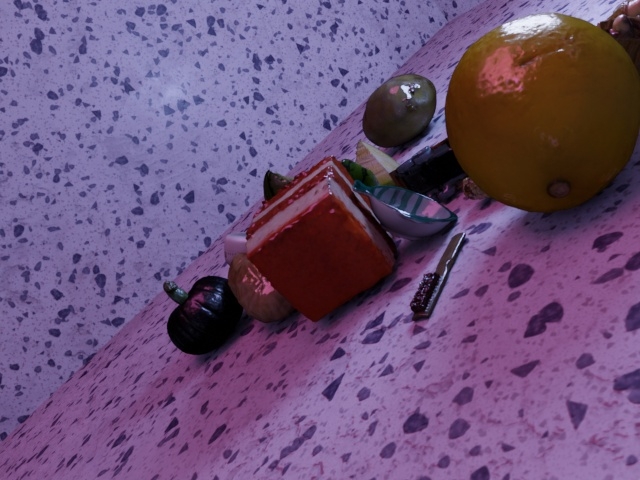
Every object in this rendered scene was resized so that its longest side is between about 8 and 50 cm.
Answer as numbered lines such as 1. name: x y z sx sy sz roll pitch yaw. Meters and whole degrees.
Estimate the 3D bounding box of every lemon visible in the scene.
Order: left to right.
1. lemon: 0.382 -0.218 1.085 0.348 0.348 0.348 -37 16 12

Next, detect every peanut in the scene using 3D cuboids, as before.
1. peanut: -0.161 0.128 1.689 0.158 0.174 0.340 -67 16 -5

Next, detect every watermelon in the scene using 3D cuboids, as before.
1. watermelon: -0.004 -0.081 1.732 0.331 0.331 0.189 -23 45 47

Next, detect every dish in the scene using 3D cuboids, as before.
1. dish: 0.182 -0.059 1.414 0.224 0.246 0.078 -65 -7 -68

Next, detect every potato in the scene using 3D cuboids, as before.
1. potato: 0.281 -0.460 2.190 0.243 0.221 0.326 -39 1 -31

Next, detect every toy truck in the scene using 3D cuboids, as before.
1. toy truck: 0.349 -0.214 1.521 0.338 0.133 0.184 -29 9 42

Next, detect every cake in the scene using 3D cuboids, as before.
1. cake: 0.000 0.000 1.469 0.269 0.270 0.319 -36 16 15

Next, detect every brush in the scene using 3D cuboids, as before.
1. brush: 0.229 0.059 1.211 0.043 0.036 0.248 -19 26 44

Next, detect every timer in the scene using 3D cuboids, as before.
1. timer: -0.183 0.006 1.947 0.234 0.240 0.233 2 6 0

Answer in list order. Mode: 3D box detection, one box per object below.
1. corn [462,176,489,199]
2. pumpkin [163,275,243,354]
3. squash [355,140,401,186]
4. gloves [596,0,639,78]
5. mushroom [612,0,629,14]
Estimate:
1. corn: 0.415 -0.164 1.312 0.253 0.086 0.086 -34 16 29
2. pumpkin: -0.359 0.197 1.819 0.248 0.248 0.248 -37 16 12
3. squash: 0.206 -0.231 1.915 0.289 0.111 0.203 -15 61 64
4. gloves: 0.574 -0.349 1.243 0.203 0.155 0.356 -54 -7 -9
5. mushroom: 0.831 -0.584 1.522 0.094 0.072 0.210 -49 21 -24
